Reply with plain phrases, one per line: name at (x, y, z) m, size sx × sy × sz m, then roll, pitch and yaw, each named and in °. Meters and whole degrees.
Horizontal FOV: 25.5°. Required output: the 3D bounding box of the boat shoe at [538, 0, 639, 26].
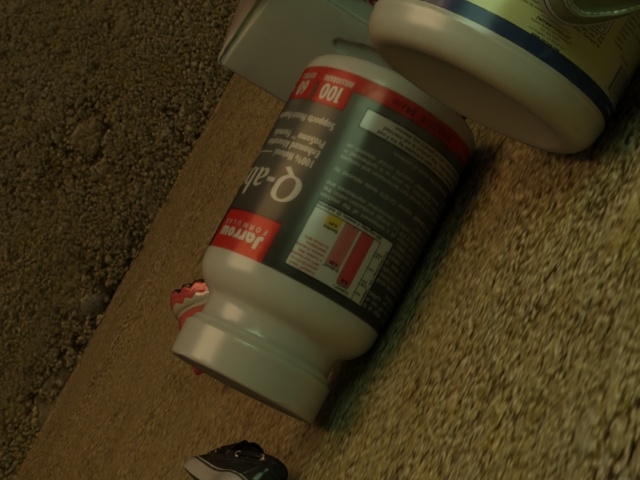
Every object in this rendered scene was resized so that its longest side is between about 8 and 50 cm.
boat shoe at (0.299, -0.244, 1.066) m, size 0.302 × 0.109 × 0.094 m, roll -28°, pitch 34°, yaw 22°

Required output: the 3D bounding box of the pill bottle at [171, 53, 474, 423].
pill bottle at (0.000, 0.000, 1.528) m, size 0.363 × 0.210 × 0.210 m, roll -62°, pitch 14°, yaw -10°

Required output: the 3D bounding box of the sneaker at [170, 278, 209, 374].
sneaker at (-0.089, 0.102, 1.905) m, size 0.314 × 0.116 × 0.136 m, roll -28°, pitch 65°, yaw 51°

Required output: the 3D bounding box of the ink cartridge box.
ink cartridge box at (0.062, -0.314, 1.789) m, size 0.166 × 0.285 × 0.395 m, roll -50°, pitch 17°, yaw 39°

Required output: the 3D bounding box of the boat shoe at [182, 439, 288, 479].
boat shoe at (-0.092, 0.261, 1.603) m, size 0.076 × 0.080 × 0.228 m, roll -45°, pitch 7°, yaw -16°

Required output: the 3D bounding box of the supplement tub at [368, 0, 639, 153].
supplement tub at (0.215, -0.268, 1.278) m, size 0.324 × 0.235 × 0.235 m, roll -61°, pitch 14°, yaw -3°
